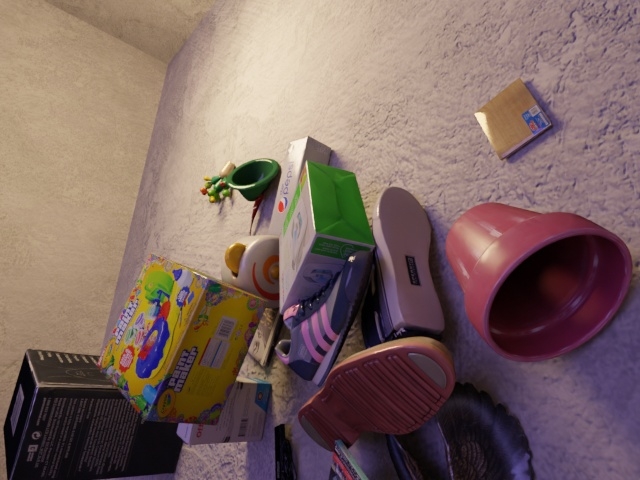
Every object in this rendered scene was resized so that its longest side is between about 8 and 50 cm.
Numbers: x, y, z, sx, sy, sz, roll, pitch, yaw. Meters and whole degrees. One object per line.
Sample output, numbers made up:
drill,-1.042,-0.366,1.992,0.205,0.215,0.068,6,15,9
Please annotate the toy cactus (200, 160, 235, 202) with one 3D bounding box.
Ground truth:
toy cactus,-0.407,-0.235,1.643,0.180,0.112,0.219,-62,28,-4

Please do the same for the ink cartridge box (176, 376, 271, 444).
ink cartridge box,-0.242,0.427,1.052,0.086,0.203,0.148,-4,72,51

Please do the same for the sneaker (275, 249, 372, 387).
sneaker,-0.004,0.139,0.776,0.131,0.112,0.319,26,118,11

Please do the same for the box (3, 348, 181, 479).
box,-0.784,0.591,1.449,0.480,0.472,0.297,0,76,52

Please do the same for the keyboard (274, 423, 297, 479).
keyboard,-0.079,0.530,0.957,0.100,0.038,0.192,123,146,-58

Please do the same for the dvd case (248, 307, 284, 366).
dvd case,-0.184,0.247,1.210,0.221,0.018,0.164,19,91,53

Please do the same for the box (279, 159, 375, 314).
box,0.000,0.000,0.893,0.262,0.127,0.231,-97,26,-49

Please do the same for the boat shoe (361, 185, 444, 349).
boat shoe,0.133,0.062,0.807,0.158,0.127,0.340,126,154,-48

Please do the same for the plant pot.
plant pot,0.277,0.037,0.585,0.201,0.201,0.180,-59,23,17

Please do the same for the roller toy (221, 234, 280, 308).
roller toy,-0.150,0.079,1.090,0.146,0.191,0.209,-2,114,50

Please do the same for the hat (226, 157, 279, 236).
hat,-0.214,-0.152,1.413,0.208,0.183,0.173,-33,42,-18

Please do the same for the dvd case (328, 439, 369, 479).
dvd case,0.044,0.413,0.697,0.087,0.013,0.119,37,125,52

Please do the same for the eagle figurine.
eagle figurine,0.181,0.382,0.581,0.226,0.298,0.225,1,117,16

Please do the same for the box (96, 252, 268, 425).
box,-0.317,0.214,0.944,0.279,0.177,0.289,13,77,44

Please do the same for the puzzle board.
puzzle board,0.343,-0.218,0.743,0.096,0.011,0.128,-38,48,35

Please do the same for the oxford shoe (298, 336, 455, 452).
oxford shoe,0.090,0.236,0.701,0.140,0.146,0.397,47,138,5

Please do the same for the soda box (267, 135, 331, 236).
soda box,-0.057,-0.136,1.149,0.098,0.091,0.286,-1,75,51
